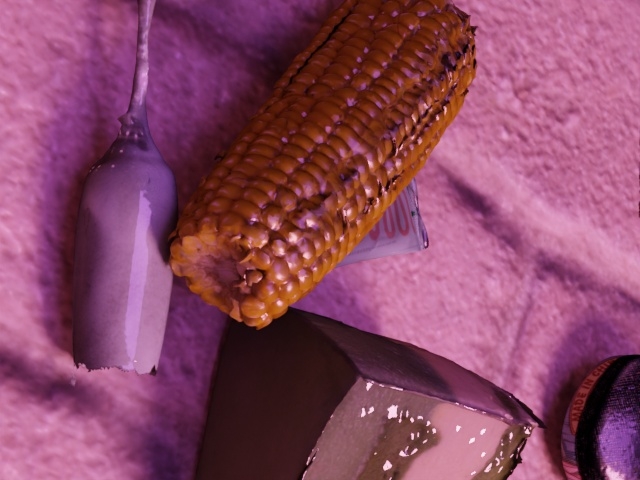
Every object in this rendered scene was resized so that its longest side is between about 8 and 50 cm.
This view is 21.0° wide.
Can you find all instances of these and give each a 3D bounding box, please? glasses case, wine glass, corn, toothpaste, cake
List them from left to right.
[{"bbox_3d":[-0.115,-0.042,1.035,0.074,0.074,0.262,7,84,-41],"label":"wine glass"},{"bbox_3d":[-0.015,0.176,1.122,0.158,0.172,0.283,20,108,-32],"label":"cake"},{"bbox_3d":[0.000,0.000,1.155,0.205,0.036,0.056,-17,97,-45],"label":"toothpaste"},{"bbox_3d":[0.012,-0.062,1.098,0.115,0.115,0.318,58,45,-23],"label":"corn"},{"bbox_3d":[0.297,0.220,1.372,0.321,0.082,0.122,49,57,-27],"label":"glasses case"}]
